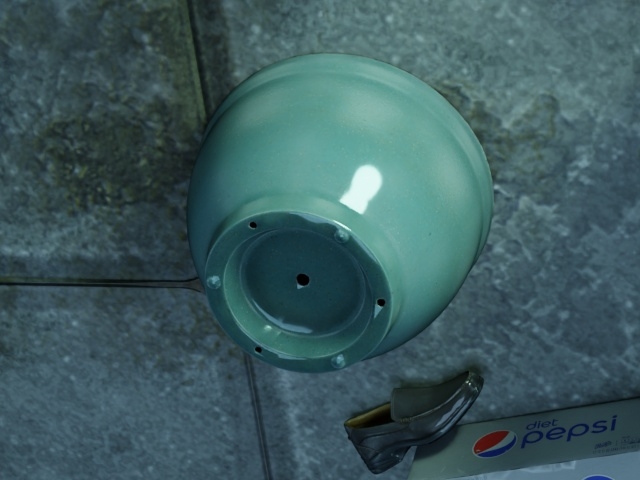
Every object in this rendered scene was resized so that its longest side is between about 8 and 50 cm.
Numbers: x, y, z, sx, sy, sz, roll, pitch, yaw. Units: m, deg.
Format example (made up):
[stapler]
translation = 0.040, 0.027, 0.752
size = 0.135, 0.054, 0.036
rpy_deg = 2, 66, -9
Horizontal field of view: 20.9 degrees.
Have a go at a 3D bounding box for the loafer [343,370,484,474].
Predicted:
[loafer]
translation = 0.093, 0.176, 1.764
size = 0.170, 0.062, 0.061
rpy_deg = -38, 100, 29

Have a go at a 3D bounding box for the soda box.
[soda box]
translation = 0.237, 0.232, 1.735
size = 0.286, 0.098, 0.091
rpy_deg = -12, 115, 21

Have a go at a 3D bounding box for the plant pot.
[plant pot]
translation = 0.000, 0.000, 1.600
size = 0.293, 0.196, 0.293
rpy_deg = 7, 122, 12
